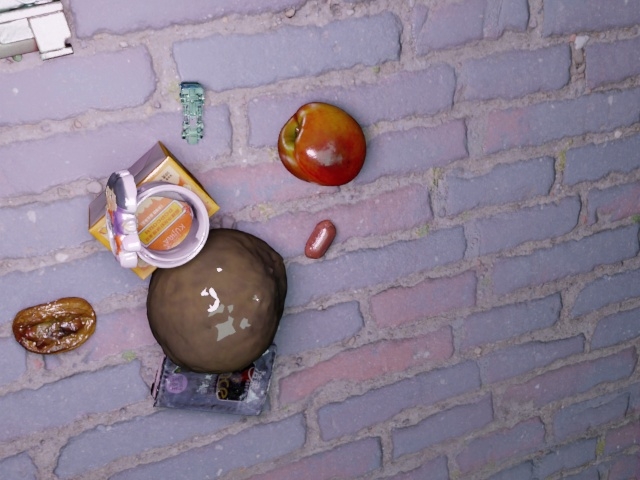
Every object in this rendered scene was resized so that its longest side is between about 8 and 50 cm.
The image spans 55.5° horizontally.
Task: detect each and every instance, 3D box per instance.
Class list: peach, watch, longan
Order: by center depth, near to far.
[{"bbox_3d":[-0.388,-0.056,1.462,0.231,0.196,0.244,-8,107,-25],"label":"watch"},{"bbox_3d":[-0.294,0.172,1.728,0.404,0.436,0.404,1,109,4],"label":"longan"},{"bbox_3d":[0.022,-0.271,1.832,0.274,0.245,0.248,14,130,-34],"label":"peach"}]

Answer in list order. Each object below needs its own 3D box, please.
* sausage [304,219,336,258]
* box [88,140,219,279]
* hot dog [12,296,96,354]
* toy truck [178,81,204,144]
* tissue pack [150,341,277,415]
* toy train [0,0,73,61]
[{"bbox_3d":[0.000,0.000,1.970,0.076,0.076,0.141,32,94,-26],"label":"sausage"},{"bbox_3d":[-0.460,-0.087,1.667,0.283,0.259,0.214,-44,118,-2],"label":"box"},{"bbox_3d":[-0.769,0.244,1.753,0.227,0.099,0.160,-17,111,-12],"label":"hot dog"},{"bbox_3d":[-0.366,-0.363,1.726,0.067,0.081,0.175,-6,128,-18],"label":"toy truck"},{"bbox_3d":[-0.339,0.418,1.955,0.361,0.122,0.259,13,99,-21],"label":"tissue pack"},{"bbox_3d":[-0.764,-0.538,1.477,0.304,0.150,0.221,-18,119,-16],"label":"toy train"}]
